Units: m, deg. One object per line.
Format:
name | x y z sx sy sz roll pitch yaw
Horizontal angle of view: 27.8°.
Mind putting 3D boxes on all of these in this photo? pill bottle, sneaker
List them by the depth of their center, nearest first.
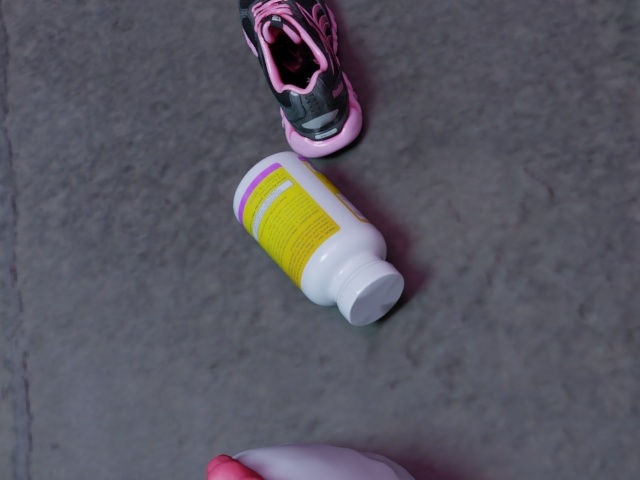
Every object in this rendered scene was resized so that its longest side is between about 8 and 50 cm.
pill bottle | 0.000 0.000 0.576 0.043 0.043 0.083 -40 57 -4
sneaker | -0.016 -0.099 0.626 0.047 0.057 0.119 -28 56 6

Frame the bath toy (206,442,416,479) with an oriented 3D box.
bath toy | -0.088 0.206 0.450 0.348 0.129 0.151 -46 58 -9
